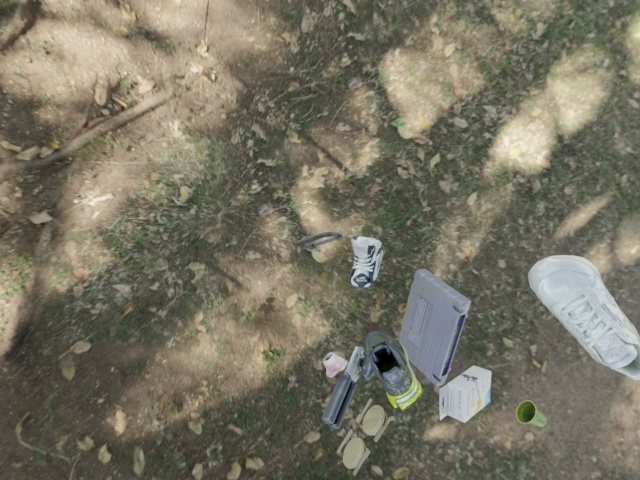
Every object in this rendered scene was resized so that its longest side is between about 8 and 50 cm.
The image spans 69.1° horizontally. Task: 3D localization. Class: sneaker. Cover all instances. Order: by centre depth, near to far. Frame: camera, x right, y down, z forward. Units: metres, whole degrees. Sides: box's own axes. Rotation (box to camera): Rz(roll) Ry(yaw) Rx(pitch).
[{"bbox_3d":[0.514,0.141,0.866,0.305,0.152,0.114,39,115,-17],"label":"sneaker"},{"bbox_3d":[0.184,0.319,1.275,0.111,0.300,0.121,-31,111,-1],"label":"sneaker"},{"bbox_3d":[0.142,0.080,1.515,0.094,0.235,0.153,10,76,13],"label":"sneaker"},{"bbox_3d":[0.035,0.412,1.554,0.070,0.134,0.051,33,54,-3],"label":"sneaker"}]

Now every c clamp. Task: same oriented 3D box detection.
[{"bbox_3d":[0.000,0.000,1.320,0.137,0.161,0.022,7,71,-42],"label":"c clamp"}]

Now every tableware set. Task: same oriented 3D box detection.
[{"bbox_3d":[0.134,0.569,1.340,0.039,0.128,0.194,36,85,-21],"label":"tableware set"}]

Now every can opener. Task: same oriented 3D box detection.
[{"bbox_3d":[0.105,0.480,1.533,0.076,0.095,0.283,51,53,-33],"label":"can opener"}]

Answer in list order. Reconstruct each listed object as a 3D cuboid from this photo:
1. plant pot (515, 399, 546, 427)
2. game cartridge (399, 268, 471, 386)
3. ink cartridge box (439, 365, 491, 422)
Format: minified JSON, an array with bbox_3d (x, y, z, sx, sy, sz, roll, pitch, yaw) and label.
[{"bbox_3d":[0.745,0.615,1.626,0.079,0.083,0.083,32,87,-17],"label":"plant pot"},{"bbox_3d":[0.385,0.300,1.622,0.068,0.230,0.355,-7,121,-27],"label":"game cartridge"},{"bbox_3d":[0.419,0.447,1.340,0.181,0.062,0.104,-15,107,-40],"label":"ink cartridge box"}]
